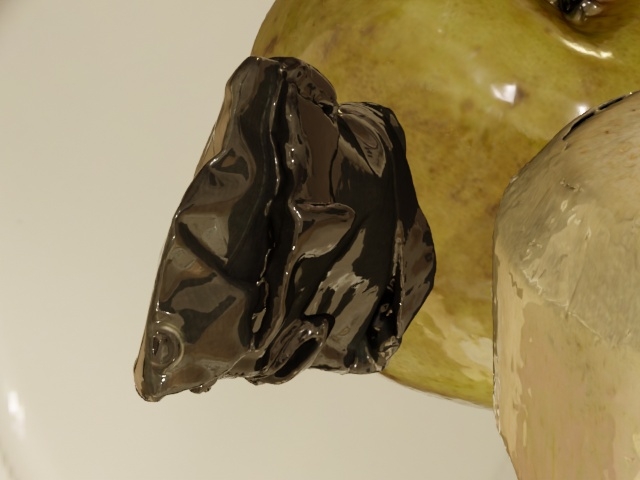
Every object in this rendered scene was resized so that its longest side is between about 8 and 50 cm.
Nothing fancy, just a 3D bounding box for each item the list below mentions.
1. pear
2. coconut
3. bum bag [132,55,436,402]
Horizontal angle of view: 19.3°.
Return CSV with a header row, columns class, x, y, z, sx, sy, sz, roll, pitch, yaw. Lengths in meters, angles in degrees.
class,x,y,z,sx,sy,sz,roll,pitch,yaw
pear,0.109,-0.049,1.015,0.304,0.304,0.303,10,76,-47
coconut,0.171,0.057,0.766,0.224,0.224,0.234,-41,143,-44
bum bag,0.000,0.000,0.512,0.198,0.049,0.087,7,91,-75
